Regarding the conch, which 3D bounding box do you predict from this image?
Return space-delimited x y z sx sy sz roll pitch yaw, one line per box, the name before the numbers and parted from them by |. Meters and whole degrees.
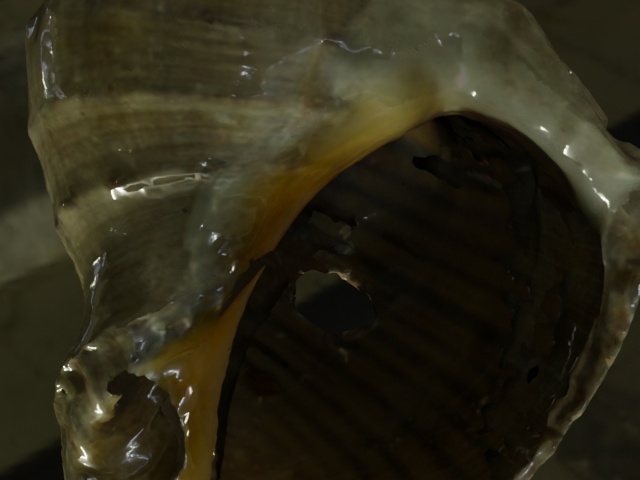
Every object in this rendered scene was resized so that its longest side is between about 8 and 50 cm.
conch | 0.004 -0.004 0.769 0.263 0.324 0.186 18 -160 17
